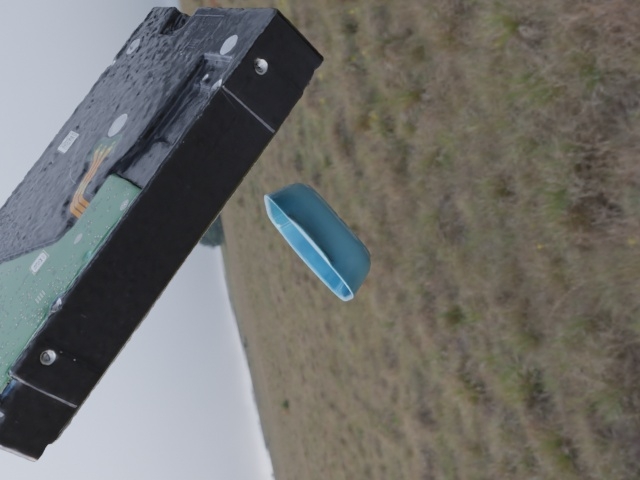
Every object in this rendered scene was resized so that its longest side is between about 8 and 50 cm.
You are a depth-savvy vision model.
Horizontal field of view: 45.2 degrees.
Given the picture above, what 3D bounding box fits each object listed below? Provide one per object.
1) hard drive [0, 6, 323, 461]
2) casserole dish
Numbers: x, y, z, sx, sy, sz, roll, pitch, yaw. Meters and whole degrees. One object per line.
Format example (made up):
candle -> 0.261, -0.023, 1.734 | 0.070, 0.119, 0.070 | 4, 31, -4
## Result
hard drive -> -0.165, -0.031, 0.597 | 0.064, 0.339, 0.237 | 40, 170, -35
casserole dish -> 0.000, 0.000, 0.688 | 0.114, 0.037, 0.188 | 48, 175, 4
